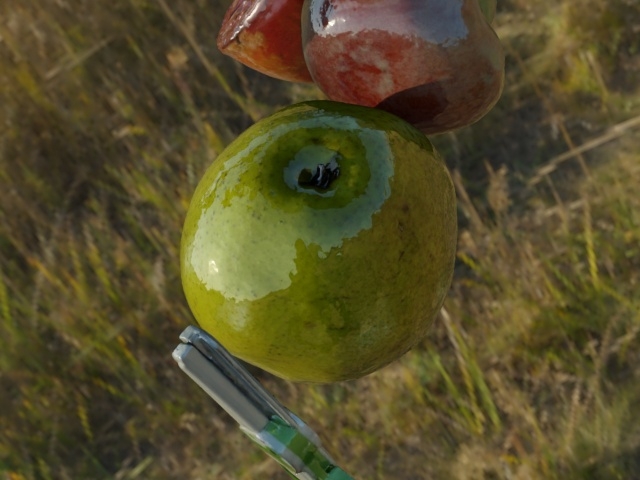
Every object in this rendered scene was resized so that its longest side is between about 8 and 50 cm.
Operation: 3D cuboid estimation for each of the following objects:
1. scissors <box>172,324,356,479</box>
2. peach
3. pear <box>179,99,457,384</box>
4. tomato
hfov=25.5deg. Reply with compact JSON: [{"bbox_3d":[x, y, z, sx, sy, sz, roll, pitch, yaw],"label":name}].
[{"bbox_3d":[-0.020,0.111,0.794,0.101,0.204,0.027,23,70,44],"label":"scissors"},{"bbox_3d":[0.057,-0.147,1.009,0.152,0.152,0.152,-19,40,17],"label":"peach"},{"bbox_3d":[0.000,-0.001,0.938,0.198,0.198,0.198,-19,40,17],"label":"pear"},{"bbox_3d":[0.008,-0.225,1.276,0.200,0.139,0.233,-53,12,12],"label":"tomato"}]
